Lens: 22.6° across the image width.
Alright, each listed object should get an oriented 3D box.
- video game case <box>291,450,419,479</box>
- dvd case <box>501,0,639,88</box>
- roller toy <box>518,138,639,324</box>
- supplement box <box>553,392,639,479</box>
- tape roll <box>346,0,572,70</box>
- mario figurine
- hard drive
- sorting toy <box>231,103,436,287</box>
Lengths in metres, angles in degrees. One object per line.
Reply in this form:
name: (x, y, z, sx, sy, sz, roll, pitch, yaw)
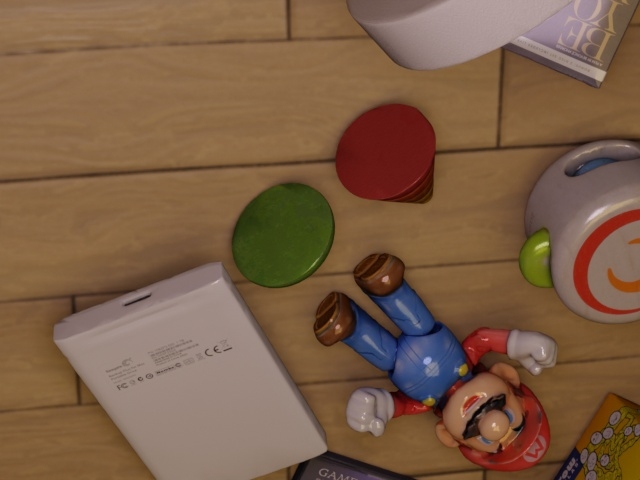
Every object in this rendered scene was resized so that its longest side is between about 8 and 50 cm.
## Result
video game case: (0.016, 0.405, 2.024, 0.196, 0.026, 0.274, 21, 105, -20)
dvd case: (0.280, -0.300, 1.772, 0.164, 0.018, 0.221, 24, 106, 3)
roller toy: (0.343, -0.013, 1.865, 0.209, 0.146, 0.191, 26, 113, -27)
supplement box: (0.438, 0.370, 1.924, 0.195, 0.356, 0.194, 26, 103, -21)
tape roll: (0.192, -0.330, 1.572, 0.392, 0.392, 0.072, -43, 115, 6)
mario figurine: (0.152, 0.161, 1.873, 0.320, 0.170, 0.198, 40, 133, -16)
hard drive: (-0.142, 0.169, 1.822, 0.203, 0.040, 0.307, -20, 131, 10)
sorting toy: (0.000, 0.000, 1.834, 0.365, 0.127, 0.126, -38, 144, 7)
